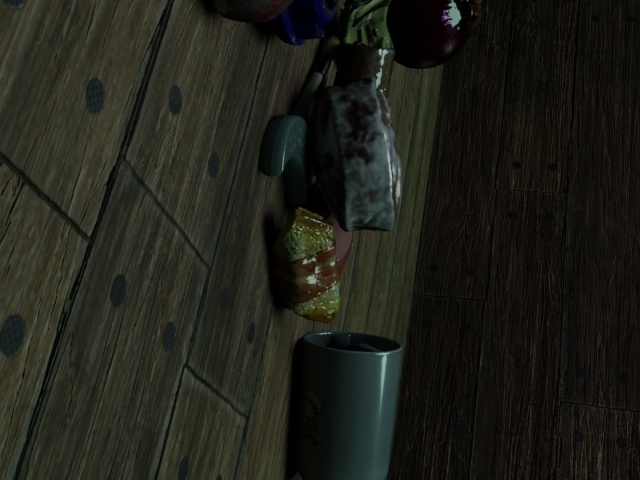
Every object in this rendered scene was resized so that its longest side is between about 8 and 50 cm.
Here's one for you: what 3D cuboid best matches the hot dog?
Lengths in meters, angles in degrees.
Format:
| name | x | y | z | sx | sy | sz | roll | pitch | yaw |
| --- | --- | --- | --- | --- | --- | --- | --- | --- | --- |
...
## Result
| name | x | y | z | sx | sy | sz | roll | pitch | yaw |
| --- | --- | --- | --- | --- | --- | --- | --- | --- | --- |
| hot dog | -0.028 | 0.041 | 1.412 | 0.123 | 0.093 | 0.261 | -25 | 127 | -30 |

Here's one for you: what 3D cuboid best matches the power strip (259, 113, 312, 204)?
| name | x | y | z | sx | sy | sz | roll | pitch | yaw |
| --- | --- | --- | --- | --- | --- | --- | --- | --- | --- |
| power strip | -0.051 | -0.145 | 1.380 | 0.216 | 0.044 | 0.137 | 40 | 55 | -72 |

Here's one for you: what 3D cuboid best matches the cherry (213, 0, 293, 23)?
| name | x | y | z | sx | sy | sz | roll | pitch | yaw |
| --- | --- | --- | --- | --- | --- | --- | --- | --- | --- |
| cherry | -0.075 | -0.367 | 1.016 | 0.176 | 0.140 | 0.176 | 12 | 90 | -88 |

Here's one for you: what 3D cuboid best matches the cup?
| name | x | y | z | sx | sy | sz | roll | pitch | yaw |
| --- | --- | --- | --- | --- | --- | --- | --- | --- | --- |
| cup | 0.054 | 0.354 | 1.630 | 0.205 | 0.206 | 0.312 | -9 | 104 | -76 |

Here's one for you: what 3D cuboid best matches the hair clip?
| name | x | y | z | sx | sy | sz | roll | pitch | yaw |
| --- | --- | --- | --- | --- | --- | --- | --- | --- | --- |
| hair clip | 0.086 | -0.452 | 1.659 | 0.091 | 0.138 | 0.321 | 58 | -6 | 13 |

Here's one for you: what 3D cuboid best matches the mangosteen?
| name | x | y | z | sx | sy | sz | roll | pitch | yaw |
| --- | --- | --- | --- | --- | --- | --- | --- | --- | --- |
| mangosteen | 0.274 | -0.584 | 2.031 | 0.297 | 0.293 | 0.297 | -177 | -90 | -65 |

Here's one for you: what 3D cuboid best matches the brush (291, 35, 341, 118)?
| name | x | y | z | sx | sy | sz | roll | pitch | yaw |
| --- | --- | --- | --- | --- | --- | --- | --- | --- | --- |
| brush | -0.008 | -0.305 | 1.515 | 0.042 | 0.039 | 0.299 | 82 | 20 | -45 |

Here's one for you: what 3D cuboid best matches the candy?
| name | x | y | z | sx | sy | sz | roll | pitch | yaw |
| --- | --- | --- | --- | --- | --- | --- | --- | --- | --- |
| candy | 0.063 | -0.154 | 1.461 | 0.214 | 0.157 | 0.289 | 106 | -24 | -84 |

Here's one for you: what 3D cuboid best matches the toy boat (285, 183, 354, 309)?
| name | x | y | z | sx | sy | sz | roll | pitch | yaw |
| --- | --- | --- | --- | --- | --- | --- | --- | --- | --- |
| toy boat | 0.005 | -0.004 | 1.556 | 0.141 | 0.099 | 0.317 | 35 | 49 | -25 |

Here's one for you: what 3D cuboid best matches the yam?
| name | x | y | z | sx | sy | sz | roll | pitch | yaw |
| --- | --- | --- | --- | --- | --- | --- | --- | --- | --- |
| yam | 0.073 | -0.261 | 1.611 | 0.131 | 0.131 | 0.279 | -47 | 148 | -68 |

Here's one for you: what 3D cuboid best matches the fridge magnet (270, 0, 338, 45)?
| name | x | y | z | sx | sy | sz | roll | pitch | yaw |
| --- | --- | --- | --- | --- | --- | --- | --- | --- | --- |
| fridge magnet | -0.028 | -0.439 | 1.228 | 0.265 | 0.113 | 0.265 | 5 | 90 | -80 |
